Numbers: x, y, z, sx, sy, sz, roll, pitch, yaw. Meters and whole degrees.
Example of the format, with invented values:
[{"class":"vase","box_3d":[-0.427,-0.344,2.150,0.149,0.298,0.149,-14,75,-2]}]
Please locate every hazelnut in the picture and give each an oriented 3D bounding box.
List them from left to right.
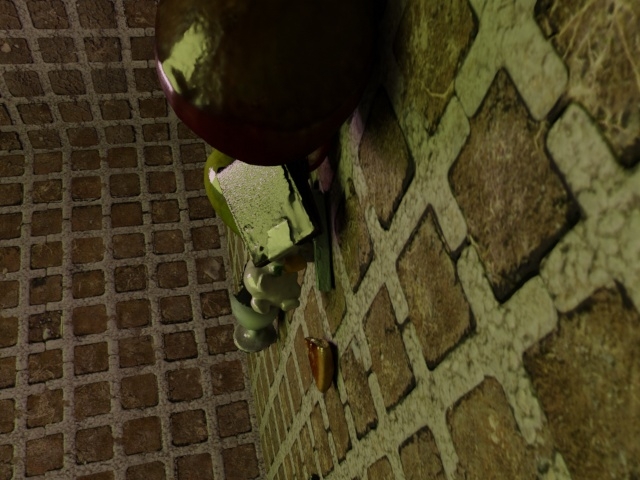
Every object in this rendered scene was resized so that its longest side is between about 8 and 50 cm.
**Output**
[{"class":"hazelnut","box_3d":[-0.084,-0.330,0.934,0.421,0.353,0.420,-5,-90,-88]}]

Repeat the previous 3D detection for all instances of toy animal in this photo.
[{"class":"toy animal","box_3d":[-0.097,0.011,1.378,0.154,0.209,0.325,8,102,52]}]

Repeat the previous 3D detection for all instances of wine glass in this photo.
[{"class":"wine glass","box_3d":[-0.237,0.263,2.060,0.357,0.191,0.190,96,161,-48]}]

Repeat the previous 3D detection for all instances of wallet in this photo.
[{"class":"wallet","box_3d":[-0.119,-0.093,1.232,0.221,0.071,0.262,-28,79,36]}]

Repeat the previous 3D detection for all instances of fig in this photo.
[{"class":"fig","box_3d":[-0.175,-0.128,1.533,0.326,0.258,0.258,81,171,-46]}]

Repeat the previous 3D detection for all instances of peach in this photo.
[{"class":"peach","box_3d":[-0.012,-0.286,1.201,0.189,0.068,0.279,-108,15,-61]}]

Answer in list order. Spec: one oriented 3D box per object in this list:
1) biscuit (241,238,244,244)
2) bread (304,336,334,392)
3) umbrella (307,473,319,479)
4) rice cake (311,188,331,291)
[{"class":"biscuit","box_3d":[-0.190,-0.151,1.746,0.283,0.064,0.431,20,121,36]},{"class":"bread","box_3d":[0.005,0.292,1.409,0.136,0.054,0.154,106,147,-59]},{"class":"umbrella","box_3d":[-0.026,0.771,1.783,0.133,0.031,0.036,106,179,-56]},{"class":"rice cake","box_3d":[0.000,0.000,1.323,0.045,0.042,0.245,-114,18,-82]}]
